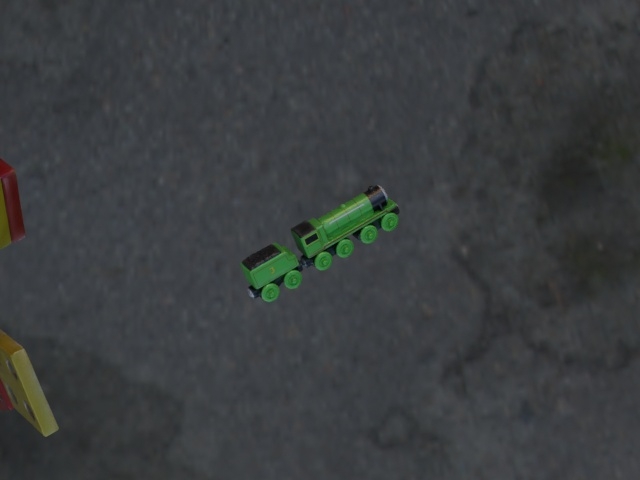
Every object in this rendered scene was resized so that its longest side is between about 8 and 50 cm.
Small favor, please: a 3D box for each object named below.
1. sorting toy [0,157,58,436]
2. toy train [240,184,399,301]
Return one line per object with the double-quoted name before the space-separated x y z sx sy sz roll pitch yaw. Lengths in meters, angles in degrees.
"sorting toy" -0.185 -0.035 0.947 0.046 0.132 0.275 -28 92 -19
"toy train" 0.000 0.000 0.905 0.083 0.017 0.024 -31 123 -14
